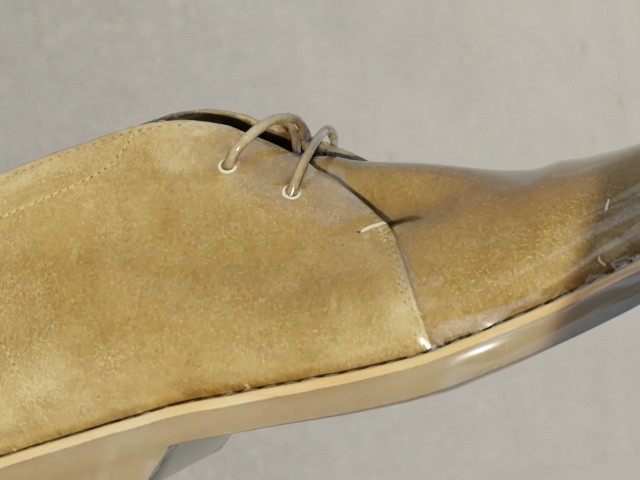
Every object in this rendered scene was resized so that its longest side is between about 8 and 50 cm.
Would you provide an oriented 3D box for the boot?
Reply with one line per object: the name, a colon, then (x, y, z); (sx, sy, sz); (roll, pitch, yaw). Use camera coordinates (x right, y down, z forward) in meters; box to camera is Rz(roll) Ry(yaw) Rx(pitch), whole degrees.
boot: (0.000, 0.000, 0.581); (0.112, 0.305, 0.115); (0, 72, -80)
